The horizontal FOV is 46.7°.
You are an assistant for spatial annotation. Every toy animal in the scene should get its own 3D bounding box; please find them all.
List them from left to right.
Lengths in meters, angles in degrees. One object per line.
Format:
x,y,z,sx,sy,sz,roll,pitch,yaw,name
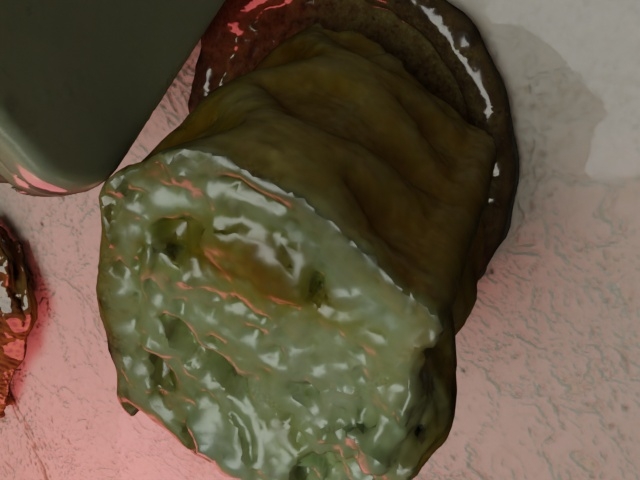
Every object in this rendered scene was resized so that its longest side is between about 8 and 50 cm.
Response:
-0.373,0.098,0.855,0.149,0.054,0.276,9,115,29,toy animal

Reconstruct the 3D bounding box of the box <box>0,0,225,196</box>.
-0.222,-0.205,0.464,0.343,0.352,0.177,3,145,32,box

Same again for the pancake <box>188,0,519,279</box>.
0.012,-0.076,0.576,0.285,0.033,0.289,13,116,24,pancake

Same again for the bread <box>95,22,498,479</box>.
0.000,0.006,0.455,0.238,0.252,0.196,43,121,3,bread
